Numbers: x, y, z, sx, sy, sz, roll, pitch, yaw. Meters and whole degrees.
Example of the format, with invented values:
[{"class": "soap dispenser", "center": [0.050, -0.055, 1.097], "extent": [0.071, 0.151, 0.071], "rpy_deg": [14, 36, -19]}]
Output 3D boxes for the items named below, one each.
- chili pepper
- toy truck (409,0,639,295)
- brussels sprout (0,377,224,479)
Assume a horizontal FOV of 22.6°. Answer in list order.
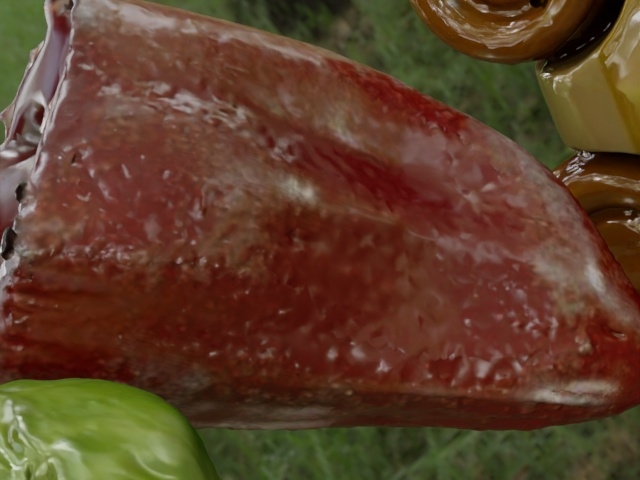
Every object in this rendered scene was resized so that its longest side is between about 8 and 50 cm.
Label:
[{"class": "chili pepper", "center": [0.000, 0.000, 0.560], "extent": [0.144, 0.252, 0.136], "rpy_deg": [-106, 29, -63]}, {"class": "toy truck", "center": [0.176, -0.084, 0.655], "extent": [0.211, 0.288, 0.204], "rpy_deg": [-16, 15, 26]}, {"class": "brussels sprout", "center": [-0.070, 0.108, 0.427], "extent": [0.155, 0.117, 0.155], "rpy_deg": [-49, 30, 41]}]
